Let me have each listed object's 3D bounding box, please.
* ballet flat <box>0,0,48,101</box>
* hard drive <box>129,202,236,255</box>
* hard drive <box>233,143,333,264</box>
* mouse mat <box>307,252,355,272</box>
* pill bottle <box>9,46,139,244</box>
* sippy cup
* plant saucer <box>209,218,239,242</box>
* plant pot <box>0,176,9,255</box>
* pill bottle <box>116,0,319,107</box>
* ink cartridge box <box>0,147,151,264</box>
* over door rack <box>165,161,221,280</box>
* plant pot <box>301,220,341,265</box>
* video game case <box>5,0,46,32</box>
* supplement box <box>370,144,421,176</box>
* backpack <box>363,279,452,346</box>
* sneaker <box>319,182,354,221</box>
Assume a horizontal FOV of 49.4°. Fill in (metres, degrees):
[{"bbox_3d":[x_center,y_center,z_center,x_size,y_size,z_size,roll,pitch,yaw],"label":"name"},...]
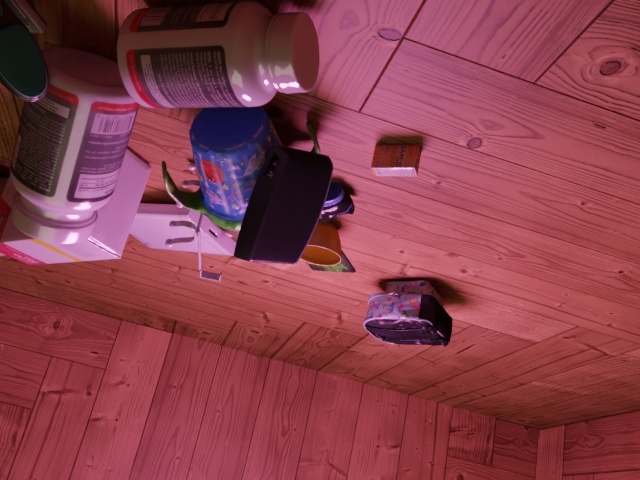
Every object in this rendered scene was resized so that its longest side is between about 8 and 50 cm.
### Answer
[{"bbox_3d":[-0.576,-0.372,1.237,0.096,0.095,0.280,-5,114,59],"label":"ballet flat"},{"bbox_3d":[-0.448,-0.035,2.072,0.353,0.047,0.233,4,153,34],"label":"hard drive"},{"bbox_3d":[-0.071,-0.065,1.459,0.172,0.255,0.054,6,-158,-43],"label":"hard drive"},{"bbox_3d":[0.015,0.058,2.162,0.152,0.007,0.190,2,155,22],"label":"mouse mat"},{"bbox_3d":[-0.509,-0.186,1.417,0.210,0.210,0.363,19,116,-14],"label":"pill bottle"},{"bbox_3d":[-0.171,-0.176,1.491,0.240,0.305,0.224,32,155,29],"label":"sippy cup"},{"bbox_3d":[-0.249,-0.030,2.057,0.198,0.036,0.198,11,156,5],"label":"plant saucer"},{"bbox_3d":[-0.880,-0.069,2.067,0.274,0.256,0.256,1,159,-14],"label":"plant pot"},{"bbox_3d":[-0.172,-0.319,1.202,0.318,0.176,0.176,3,155,20],"label":"pill bottle"},{"bbox_3d":[-0.658,-0.094,1.812,0.384,0.279,0.160,-4,152,34],"label":"ink cartridge box"},{"bbox_3d":[-0.300,-0.066,1.749,0.108,0.239,0.324,8,156,8],"label":"over door rack"},{"bbox_3d":[0.000,0.000,1.927,0.134,0.095,0.134,10,156,4],"label":"plant pot"},{"bbox_3d":[-0.642,-0.461,1.307,0.173,0.022,0.190,5,155,16],"label":"video game case"},{"bbox_3d":[0.164,-0.173,1.503,0.098,0.062,0.036,2,153,21],"label":"supplement box"},{"bbox_3d":[0.269,0.237,2.205,0.253,0.191,0.225,-11,145,29],"label":"backpack"},{"bbox_3d":[-0.024,-0.083,1.771,0.232,0.081,0.090,-5,144,32],"label":"sneaker"}]
